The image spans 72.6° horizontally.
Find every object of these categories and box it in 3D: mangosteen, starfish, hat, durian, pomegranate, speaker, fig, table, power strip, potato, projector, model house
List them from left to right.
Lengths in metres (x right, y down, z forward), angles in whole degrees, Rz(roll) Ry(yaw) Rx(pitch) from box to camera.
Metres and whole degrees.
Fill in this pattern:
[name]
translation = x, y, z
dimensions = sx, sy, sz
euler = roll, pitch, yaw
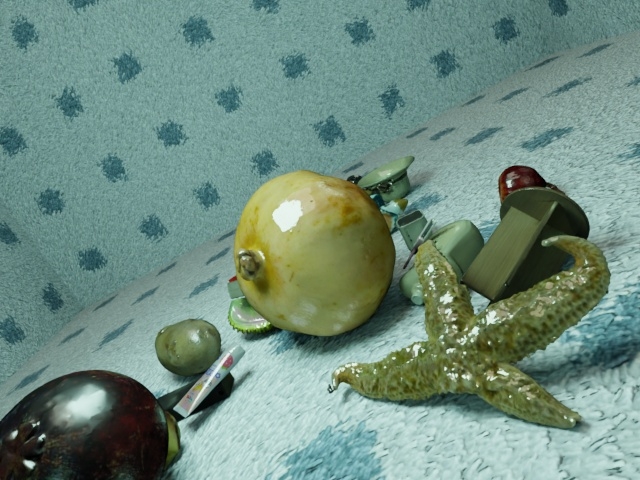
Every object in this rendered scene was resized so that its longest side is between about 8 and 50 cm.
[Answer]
[mangosteen]
translation = -0.425, 0.396, 0.792
dimensions = 0.329, 0.330, 0.330
euler = -27, 15, 8
[potato]
translation = -0.381, 0.302, 1.247
dimensions = 0.165, 0.165, 0.262
euler = -38, 14, -29
[speaker]
translation = -0.318, 0.386, 1.059
dimensions = 0.217, 0.044, 0.082
euler = -27, 16, 7
[durian]
translation = -0.161, 0.213, 1.258
dimensions = 0.220, 0.095, 0.137
euler = -19, 54, 25
[power strip]
translation = -0.150, 0.122, 1.315
dimensions = 0.093, 0.053, 0.287
euler = -18, -5, 32
[pomegranate]
translation = -0.033, 0.028, 1.040
dimensions = 0.411, 0.412, 0.411
euler = -27, 15, 8
[model house]
translation = 0.167, -0.098, 1.522
dimensions = 0.290, 0.185, 0.253
euler = -26, 12, -8
[hat]
translation = 0.293, -0.231, 1.788
dimensions = 0.257, 0.130, 0.257
euler = -28, 15, 8
[projector]
translation = 0.275, -0.030, 1.268
dimensions = 0.083, 0.082, 0.083
euler = -26, 16, 11
[starfish]
translation = 0.206, 0.127, 0.701
dimensions = 0.431, 0.082, 0.324
euler = -7, 59, 51
[table]
translation = 0.367, 0.035, 0.804
dimensions = 0.227, 0.167, 0.167
euler = -47, 22, -26
[fig]
translation = 0.517, -0.132, 1.105
dimensions = 0.128, 0.129, 0.150
euler = -37, 23, -27

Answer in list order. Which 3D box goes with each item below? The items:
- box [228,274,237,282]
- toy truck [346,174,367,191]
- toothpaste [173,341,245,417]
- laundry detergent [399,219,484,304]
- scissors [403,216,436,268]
[box]
translation = -0.341, 0.166, 1.848
dimensions = 0.090, 0.023, 0.133
euler = -34, 16, -10
[toy truck]
translation = 0.153, -0.180, 1.898
dimensions = 0.165, 0.148, 0.224
euler = 22, 46, 40
[toothpaste]
translation = -0.254, 0.320, 1.010
dimensions = 0.067, 0.043, 0.194
euler = 0, 38, 49
[laundry detergent]
translation = 0.262, 0.060, 0.981
dimensions = 0.181, 0.091, 0.253
euler = -32, 9, 47
[scissors]
translation = 0.240, 0.002, 1.051
dimensions = 0.085, 0.022, 0.176
euler = -51, -13, -34
